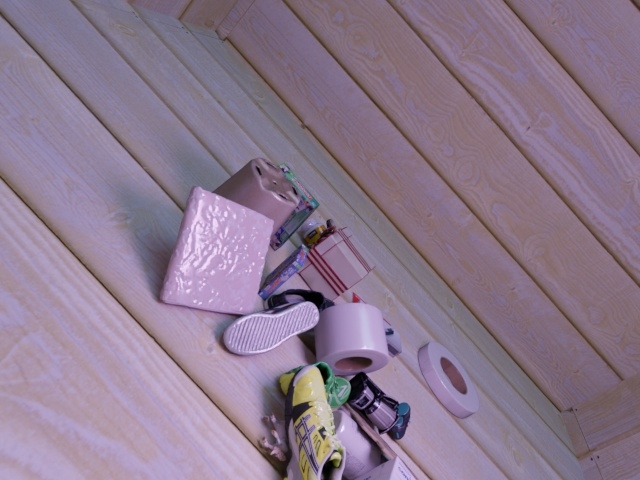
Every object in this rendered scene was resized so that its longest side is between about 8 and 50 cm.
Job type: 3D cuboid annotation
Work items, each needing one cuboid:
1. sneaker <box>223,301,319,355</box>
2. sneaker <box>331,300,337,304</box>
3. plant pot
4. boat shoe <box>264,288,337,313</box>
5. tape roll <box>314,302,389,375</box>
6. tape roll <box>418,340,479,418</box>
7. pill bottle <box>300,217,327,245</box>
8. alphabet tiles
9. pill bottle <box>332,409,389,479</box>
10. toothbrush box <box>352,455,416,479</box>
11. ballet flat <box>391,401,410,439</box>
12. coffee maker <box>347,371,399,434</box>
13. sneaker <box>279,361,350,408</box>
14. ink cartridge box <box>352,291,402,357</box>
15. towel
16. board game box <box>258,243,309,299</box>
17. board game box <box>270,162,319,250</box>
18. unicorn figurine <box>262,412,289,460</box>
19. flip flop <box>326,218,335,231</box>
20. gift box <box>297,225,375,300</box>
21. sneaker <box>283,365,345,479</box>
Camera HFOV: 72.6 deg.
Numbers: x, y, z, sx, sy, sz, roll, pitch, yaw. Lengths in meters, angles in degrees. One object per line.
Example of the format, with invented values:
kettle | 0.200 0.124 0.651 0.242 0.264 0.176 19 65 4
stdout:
sneaker | -0.164 0.274 1.352 0.321 0.127 0.126 -10 84 -36
sneaker | 0.053 0.278 1.780 0.051 0.070 0.134 50 22 11
plant pot | -0.252 -0.115 1.555 0.334 0.305 0.333 39 25 -22
boat shoe | -0.036 0.233 1.581 0.340 0.113 0.127 18 42 -37
tape roll | 0.106 0.346 1.503 0.246 0.246 0.169 29 42 -38
tape roll | 0.639 0.687 2.172 0.392 0.072 0.392 38 25 -22
pill bottle | 0.000 0.000 2.064 0.215 0.117 0.117 52 23 10
alphabet tiles | 0.196 0.626 1.324 0.285 0.011 0.342 47 -10 -4
pill bottle | 0.098 0.611 1.249 0.229 0.131 0.131 45 23 -8
toothbrush box | 0.113 0.694 1.038 0.126 0.216 0.295 51 22 5
ballet flat | 0.296 0.670 1.606 0.074 0.074 0.203 52 17 9
coffee maker | 0.166 0.553 1.506 0.178 0.120 0.171 47 -17 -11
sneaker | 0.009 0.451 1.356 0.296 0.123 0.109 25 32 -44
ink cartridge box | 0.260 0.372 2.014 0.275 0.060 0.239 42 25 -15
towel | -0.295 0.044 1.300 0.317 0.053 0.331 23 76 -47
board game box | -0.130 0.111 1.548 0.035 0.201 0.136 43 23 -12
board game box | -0.162 -0.125 1.721 0.213 0.317 0.046 51 43 5
unicorn figurine | -0.102 0.510 1.163 0.111 0.060 0.162 48 35 -27
flip flop | 0.092 -0.009 2.179 0.277 0.080 0.112 72 -8 -46
gift box | 0.054 0.091 1.845 0.258 0.255 0.276 53 18 6
sneaker | 0.000 0.510 1.116 0.145 0.147 0.384 31 43 -42
